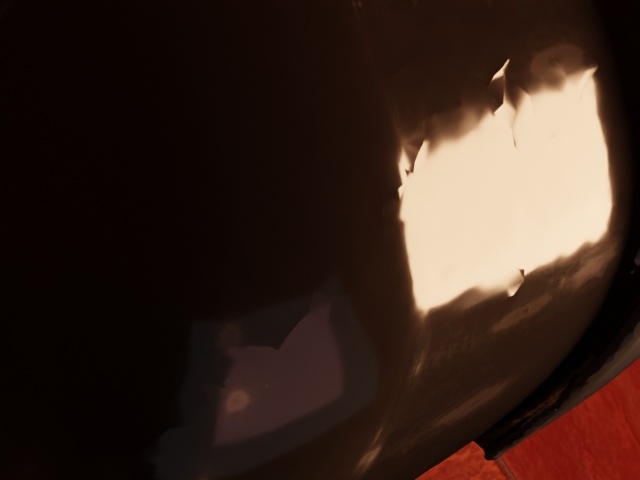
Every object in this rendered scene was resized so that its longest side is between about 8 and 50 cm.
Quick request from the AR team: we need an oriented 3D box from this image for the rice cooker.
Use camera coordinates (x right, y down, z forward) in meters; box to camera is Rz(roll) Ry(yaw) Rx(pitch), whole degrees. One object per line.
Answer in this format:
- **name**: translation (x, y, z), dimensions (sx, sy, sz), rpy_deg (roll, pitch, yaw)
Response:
- **rice cooker**: translation (-0.041, -0.041, 0.435), dimensions (0.224, 0.267, 0.267), rpy_deg (-19, 163, -42)
